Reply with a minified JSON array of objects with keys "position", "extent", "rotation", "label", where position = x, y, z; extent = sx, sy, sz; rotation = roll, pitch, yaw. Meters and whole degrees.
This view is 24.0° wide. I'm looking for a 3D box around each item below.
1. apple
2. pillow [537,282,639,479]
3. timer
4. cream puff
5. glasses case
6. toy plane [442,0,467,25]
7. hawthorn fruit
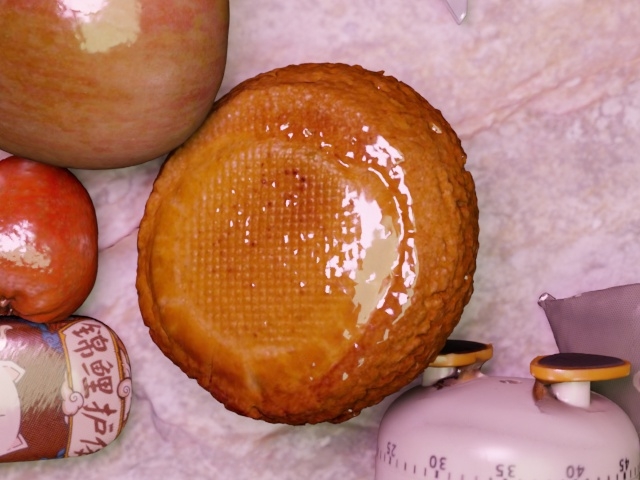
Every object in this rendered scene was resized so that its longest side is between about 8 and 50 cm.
[{"position":[-0.197,-0.182,1.173],"extent":[0.234,0.257,0.256],"rotation":[3,97,-21],"label":"apple"},{"position":[0.290,0.154,1.373],"extent":[0.059,0.169,0.255],"rotation":[-31,104,-42],"label":"pillow"},{"position":[0.162,0.215,1.315],"extent":[0.234,0.233,0.240],"rotation":[1,95,-12],"label":"timer"},{"position":[0.000,0.000,1.258],"extent":[0.303,0.212,0.303],"rotation":[-2,86,24],"label":"cream puff"},{"position":[-0.322,0.128,1.279],"extent":[0.321,0.082,0.122],"rotation":[-2,95,-11],"label":"glasses case"},{"position":[0.142,-0.325,1.302],"extent":[0.251,0.101,0.255],"rotation":[28,91,-26],"label":"toy plane"},{"position":[-0.245,-0.002,1.256],"extent":[0.133,0.133,0.138],"rotation":[16,77,-13],"label":"hawthorn fruit"}]
